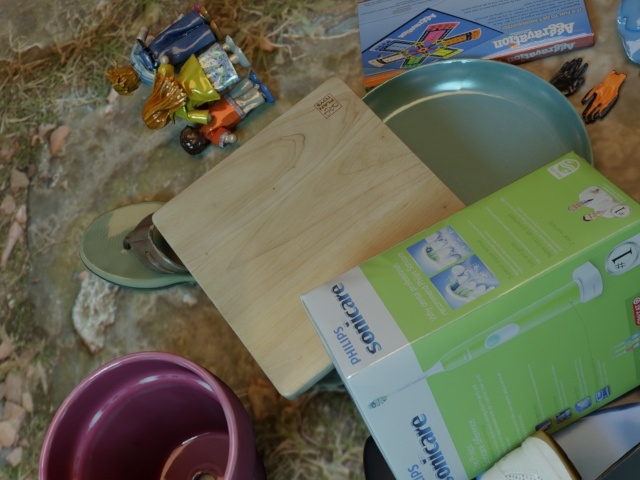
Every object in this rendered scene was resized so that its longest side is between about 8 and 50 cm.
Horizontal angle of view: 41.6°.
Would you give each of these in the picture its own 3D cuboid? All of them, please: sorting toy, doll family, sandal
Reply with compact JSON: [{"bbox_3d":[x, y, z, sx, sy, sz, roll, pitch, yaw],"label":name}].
[{"bbox_3d":[0.000,0.000,0.900,0.257,0.089,0.255,-38,65,-5],"label":"sorting toy"},{"bbox_3d":[-0.195,-0.230,1.125,0.163,0.118,0.263,-37,59,-1],"label":"doll family"},{"bbox_3d":[-0.158,-0.001,1.015,0.303,0.086,0.120,4,66,21],"label":"sandal"}]

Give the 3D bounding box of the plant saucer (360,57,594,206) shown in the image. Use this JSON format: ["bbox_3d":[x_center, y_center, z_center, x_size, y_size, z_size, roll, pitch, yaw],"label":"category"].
[{"bbox_3d":[0.149,-0.069,0.971,0.318,0.043,0.317,-8,63,15],"label":"plant saucer"}]

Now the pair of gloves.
[{"bbox_3d":[0.308,-0.177,0.990,0.083,0.010,0.074,31,79,32],"label":"pair of gloves"}]

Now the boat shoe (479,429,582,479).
[{"bbox_3d":[0.215,0.289,0.678,0.096,0.098,0.277,-35,42,9],"label":"boat shoe"}]

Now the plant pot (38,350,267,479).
[{"bbox_3d":[-0.143,0.231,0.838,0.201,0.180,0.201,-8,62,16],"label":"plant pot"}]

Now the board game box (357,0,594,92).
[{"bbox_3d":[0.189,-0.275,1.070,0.281,0.027,0.145,-10,60,14],"label":"board game box"}]

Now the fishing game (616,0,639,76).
[{"bbox_3d":[0.440,-0.253,0.968,0.189,0.041,0.264,-37,64,8],"label":"fishing game"}]

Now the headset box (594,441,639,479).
[{"bbox_3d":[0.363,0.205,0.635,0.293,0.110,0.218,-26,63,-28],"label":"headset box"}]

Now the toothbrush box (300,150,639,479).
[{"bbox_3d":[0.157,0.084,0.766,0.283,0.206,0.122,-29,39,-4],"label":"toothbrush box"}]

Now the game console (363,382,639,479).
[{"bbox_3d":[0.243,0.295,0.746,0.387,0.060,0.342,-14,61,11],"label":"game console"}]
